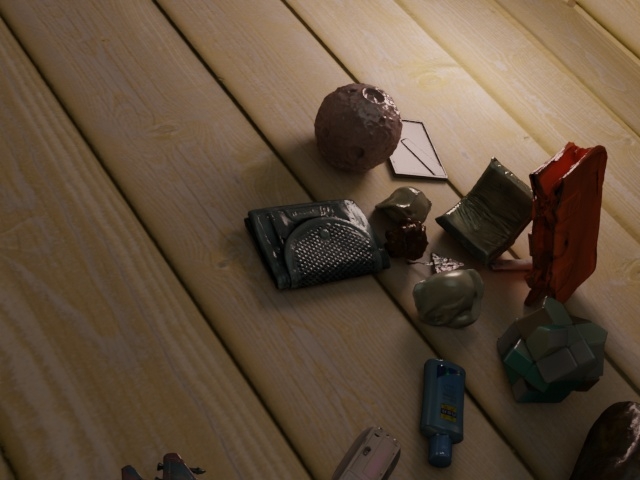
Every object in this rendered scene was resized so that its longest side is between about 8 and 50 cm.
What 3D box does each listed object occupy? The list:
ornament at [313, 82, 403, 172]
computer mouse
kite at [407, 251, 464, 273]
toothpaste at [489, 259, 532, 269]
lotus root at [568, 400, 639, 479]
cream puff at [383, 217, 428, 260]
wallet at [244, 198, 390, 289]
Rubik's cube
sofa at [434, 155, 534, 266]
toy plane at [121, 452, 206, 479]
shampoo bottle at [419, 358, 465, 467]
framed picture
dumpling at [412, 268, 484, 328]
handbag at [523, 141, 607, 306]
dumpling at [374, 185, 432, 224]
[{"bbox_3d":[0.112,-0.330,2.246,0.259,0.225,0.260,13,47,-14],"label":"ornament"},{"bbox_3d":[0.096,0.474,1.633,0.102,0.045,0.199,34,45,8],"label":"computer mouse"},{"bbox_3d":[0.310,0.062,2.105,0.156,0.011,0.139,1,25,-1],"label":"kite"},{"bbox_3d":[0.563,0.070,2.237,0.190,0.031,0.048,1,37,-21],"label":"toothpaste"},{"bbox_3d":[0.679,0.536,1.722,0.250,0.250,0.346,40,46,13],"label":"lotus root"},{"bbox_3d":[0.227,0.001,2.094,0.122,0.094,0.116,-36,101,-27],"label":"cream puff"},{"bbox_3d":[0.000,0.000,2.005,0.341,0.075,0.237,-8,57,-31],"label":"wallet"},{"bbox_3d":[0.564,0.265,1.926,0.265,0.213,0.225,3,50,-20],"label":"Rubik's cube"},{"bbox_3d":[0.476,-0.081,2.184,0.210,0.225,0.176,46,31,18],"label":"sofa"},{"bbox_3d":[-0.213,0.506,1.420,0.326,0.104,0.223,19,46,-15],"label":"toy plane"},{"bbox_3d":[0.278,0.393,1.783,0.103,0.061,0.259,19,45,-7],"label":"shampoo bottle"},{"bbox_3d":[0.276,-0.289,2.436,0.192,0.018,0.266,3,49,-23],"label":"framed picture"},{"bbox_3d":[0.330,0.152,2.003,0.228,0.124,0.152,-8,90,-24],"label":"dumpling"},{"bbox_3d":[0.662,-0.042,2.118,0.116,0.410,0.303,16,36,34],"label":"handbag"},{"bbox_3d":[0.222,-0.096,2.172,0.181,0.155,0.111,34,66,-48],"label":"dumpling"}]
